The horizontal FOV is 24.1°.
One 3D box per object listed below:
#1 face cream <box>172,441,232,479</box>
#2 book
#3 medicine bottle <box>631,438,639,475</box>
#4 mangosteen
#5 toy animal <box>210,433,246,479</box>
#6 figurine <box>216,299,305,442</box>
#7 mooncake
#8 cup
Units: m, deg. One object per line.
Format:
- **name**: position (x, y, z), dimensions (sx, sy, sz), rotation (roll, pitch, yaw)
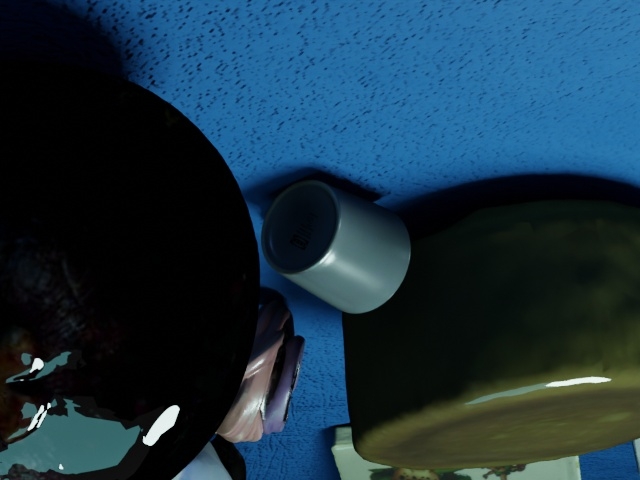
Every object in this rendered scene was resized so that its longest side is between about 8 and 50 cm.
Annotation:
- **face cream**: position (-0.168, 0.285, 1.357), dimensions (0.235, 0.137, 0.420), rotation (-11, 123, 3)
- **book**: position (0.171, 0.314, 1.706), dimensions (0.260, 0.043, 0.371), rotation (-6, 139, 10)
- **medicine bottle**: position (0.467, 0.251, 1.801), dimensions (0.183, 0.069, 0.119), rotation (12, 149, -39)
- **mangosteen**: position (-0.168, 0.024, 0.830), dimensions (0.275, 0.275, 0.302), rotation (-8, -166, 0)
- **toy animal**: position (-0.159, 0.300, 1.514), dimensions (0.344, 0.194, 0.302), rotation (17, 132, -24)
- **figurine**: position (-0.084, 0.106, 1.191), dimensions (0.157, 0.114, 0.126), rotation (0, 141, -16)
- **mooncake**: position (0.153, 0.075, 1.142), dimensions (0.284, 0.155, 0.284), rotation (-9, 159, -3)
- **cup**: position (0.000, 0.000, 1.027), dimensions (0.100, 0.078, 0.077), rotation (14, 171, 42)
